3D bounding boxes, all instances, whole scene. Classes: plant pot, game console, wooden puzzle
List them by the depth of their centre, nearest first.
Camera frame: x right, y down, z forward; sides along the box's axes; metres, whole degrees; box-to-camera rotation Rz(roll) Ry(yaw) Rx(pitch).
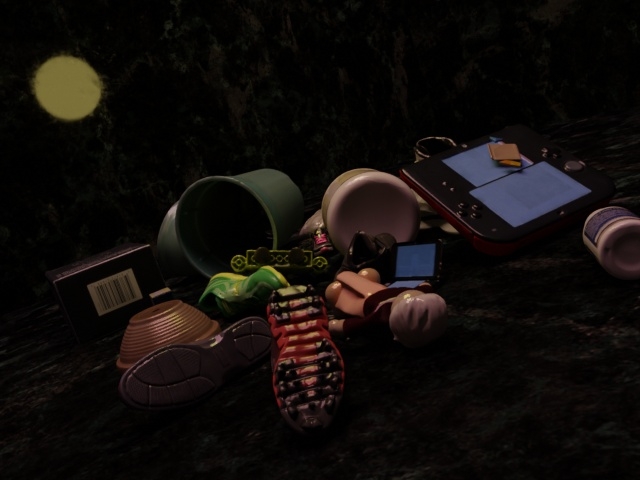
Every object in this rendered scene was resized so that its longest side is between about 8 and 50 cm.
[{"bbox_3d":[0.170,0.061,1.232,0.124,0.085,0.144,-26,12,-37],"label":"game console"},{"bbox_3d":[-0.344,0.203,1.333,0.237,0.110,0.237,-17,10,3],"label":"plant pot"},{"bbox_3d":[0.426,-0.133,1.373,0.386,0.060,0.342,-21,49,-21],"label":"game console"},{"bbox_3d":[0.431,-0.205,1.416,0.078,0.014,0.116,8,42,7],"label":"wooden puzzle"},{"bbox_3d":[-0.226,-0.071,1.918,0.340,0.341,0.334,-14,12,24],"label":"plant pot"},{"bbox_3d":[-0.424,0.005,2.193,0.196,0.293,0.293,14,22,20],"label":"plant pot"}]

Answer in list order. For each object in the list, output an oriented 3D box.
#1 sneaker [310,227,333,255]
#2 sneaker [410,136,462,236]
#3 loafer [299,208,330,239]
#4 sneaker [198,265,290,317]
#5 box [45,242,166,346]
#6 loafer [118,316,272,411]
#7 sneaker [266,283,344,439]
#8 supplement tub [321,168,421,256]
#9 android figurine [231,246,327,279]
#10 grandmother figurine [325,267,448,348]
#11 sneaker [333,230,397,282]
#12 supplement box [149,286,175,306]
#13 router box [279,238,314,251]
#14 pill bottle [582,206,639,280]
[{"bbox_3d":[0.000,0.000,1.914,0.063,0.075,0.170,-18,10,3],"label":"sneaker"},{"bbox_3d":[0.316,-0.161,1.679,0.169,0.258,0.447,-22,10,-17],"label":"sneaker"},{"bbox_3d":[0.021,-0.075,2.189,0.111,0.112,0.319,-5,15,24],"label":"loafer"},{"bbox_3d":[-0.182,0.140,1.469,0.295,0.109,0.123,-11,31,42],"label":"sneaker"},{"bbox_3d":[-0.684,0.155,1.925,0.293,0.212,0.395,-23,12,-25],"label":"box"},{"bbox_3d":[-0.216,0.225,1.062,0.302,0.109,0.095,-19,-12,-41],"label":"loafer"},{"bbox_3d":[-0.021,0.187,0.867,0.097,0.135,0.276,-7,32,-6],"label":"sneaker"},{"bbox_3d":[0.124,-0.073,1.620,0.235,0.236,0.325,-18,10,0],"label":"supplement tub"},{"bbox_3d":[-0.107,0.065,1.580,0.248,0.056,0.273,1,-12,-5],"label":"android figurine"},{"bbox_3d":[0.108,0.112,1.038,0.207,0.104,0.342,-32,10,-15],"label":"grandmother figurine"},{"bbox_3d":[0.123,0.023,1.356,0.227,0.087,0.130,-34,-25,-45],"label":"sneaker"},{"bbox_3d":[-0.434,0.182,1.683,0.056,0.083,0.083,-21,11,-20],"label":"supplement box"},{"bbox_3d":[-0.083,0.031,2.005,0.122,0.038,0.092,-10,14,39],"label":"router box"},{"bbox_3d":[0.482,-0.003,0.978,0.094,0.094,0.169,-16,10,15],"label":"pill bottle"}]
